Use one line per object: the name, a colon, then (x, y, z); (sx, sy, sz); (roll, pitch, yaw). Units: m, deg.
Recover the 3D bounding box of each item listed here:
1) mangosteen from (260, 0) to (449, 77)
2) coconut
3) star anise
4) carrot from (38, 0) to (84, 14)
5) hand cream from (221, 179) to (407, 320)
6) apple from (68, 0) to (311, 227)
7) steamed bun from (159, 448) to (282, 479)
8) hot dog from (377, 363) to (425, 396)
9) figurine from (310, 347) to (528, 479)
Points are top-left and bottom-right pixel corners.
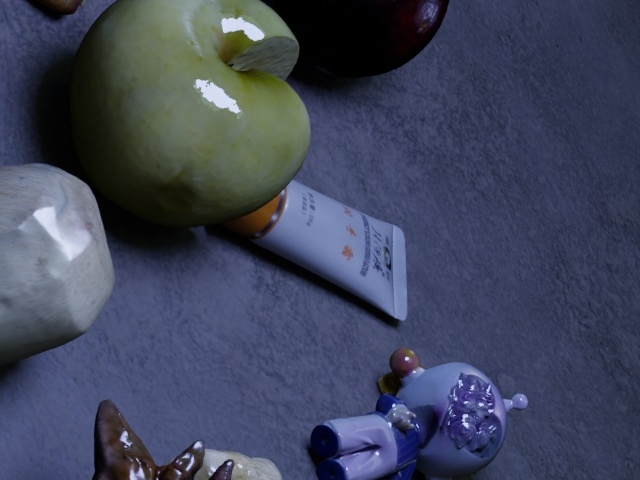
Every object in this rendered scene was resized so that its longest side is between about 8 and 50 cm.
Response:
mangosteen: (0.058, -0.384, 2.276); (0.307, 0.347, 0.307); (46, 3, -3)
coconut: (-0.328, 0.021, 1.763); (0.224, 0.224, 0.224); (24, 50, -32)
star anise: (-0.154, 0.322, 1.702); (0.349, 0.292, 0.109); (62, 5, 5)
carrot: (-0.380, -0.357, 2.051); (0.248, 0.059, 0.059); (40, 43, -13)
hand cream: (0.000, 0.000, 2.176); (0.314, 0.089, 0.139); (25, 52, -40)
apple: (-0.152, -0.154, 1.988); (0.292, 0.254, 0.292); (26, 45, -28)
steamed bun: (-0.091, 0.299, 1.850); (0.155, 0.141, 0.172); (-19, 76, -54)
hot dog: (0.111, 0.174, 2.200); (0.090, 0.034, 0.030); (-20, 79, -48)
figurine: (0.115, 0.223, 2.103); (0.274, 0.133, 0.193); (15, 70, -35)
